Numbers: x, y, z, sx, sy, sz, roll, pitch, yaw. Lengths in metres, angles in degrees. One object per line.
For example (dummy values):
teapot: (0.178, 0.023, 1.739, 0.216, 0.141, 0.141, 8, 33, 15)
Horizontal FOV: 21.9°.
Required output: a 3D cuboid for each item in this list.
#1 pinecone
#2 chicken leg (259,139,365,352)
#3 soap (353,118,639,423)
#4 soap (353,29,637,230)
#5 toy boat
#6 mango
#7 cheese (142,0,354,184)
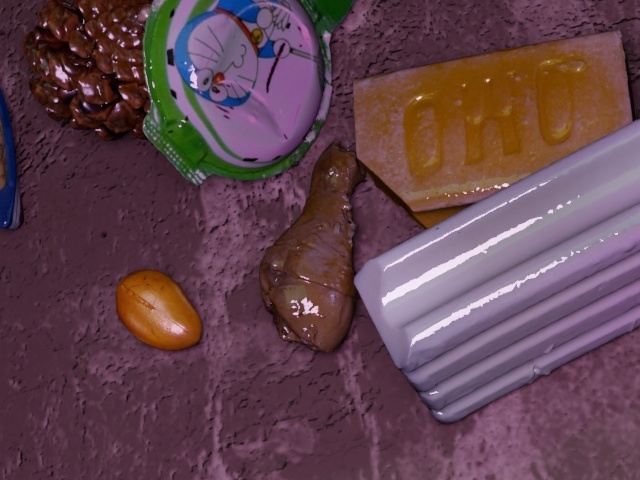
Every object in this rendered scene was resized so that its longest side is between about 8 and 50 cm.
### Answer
pinecone: (-0.190, -0.164, 1.478, 0.174, 0.173, 0.173, -7, 66, 15)
chicken leg: (-0.001, -0.002, 1.395, 0.085, 0.069, 0.198, 4, 62, 17)
soap: (0.182, 0.019, 1.266, 0.289, 0.173, 0.095, -28, 62, 5)
soap: (0.148, -0.085, 1.379, 0.232, 0.073, 0.140, -9, 61, 14)
toy boat: (-0.320, -0.096, 1.545, 0.080, 0.046, 0.229, -28, 62, 3)
mango: (-0.138, 0.062, 1.419, 0.089, 0.046, 0.060, 33, 80, 22)
cheese: (-0.046, -0.186, 1.436, 0.083, 0.204, 0.320, -2, 46, 52)
